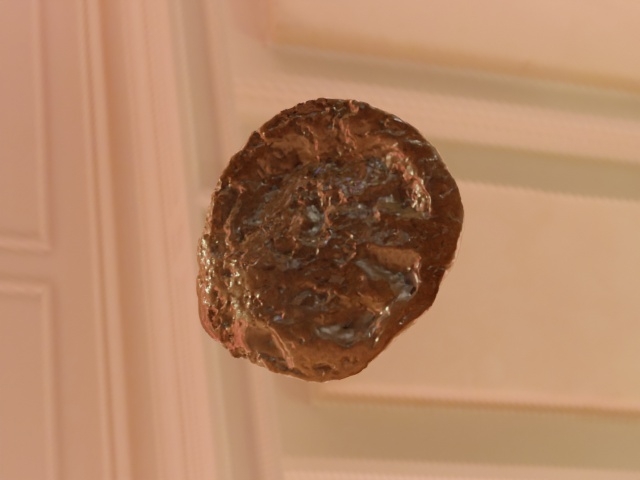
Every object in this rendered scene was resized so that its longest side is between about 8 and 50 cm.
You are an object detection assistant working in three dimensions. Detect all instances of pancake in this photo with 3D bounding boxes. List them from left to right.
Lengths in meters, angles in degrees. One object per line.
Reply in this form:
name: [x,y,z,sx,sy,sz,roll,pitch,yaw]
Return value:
pancake: [-0.001,-0.001,0.766,0.151,0.025,0.151,-7,-111,19]
